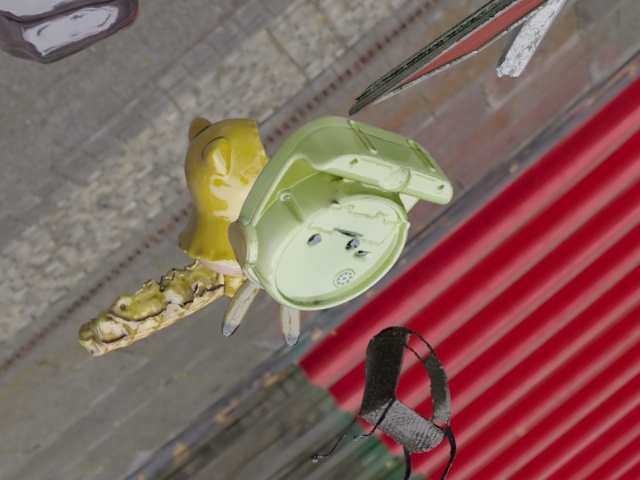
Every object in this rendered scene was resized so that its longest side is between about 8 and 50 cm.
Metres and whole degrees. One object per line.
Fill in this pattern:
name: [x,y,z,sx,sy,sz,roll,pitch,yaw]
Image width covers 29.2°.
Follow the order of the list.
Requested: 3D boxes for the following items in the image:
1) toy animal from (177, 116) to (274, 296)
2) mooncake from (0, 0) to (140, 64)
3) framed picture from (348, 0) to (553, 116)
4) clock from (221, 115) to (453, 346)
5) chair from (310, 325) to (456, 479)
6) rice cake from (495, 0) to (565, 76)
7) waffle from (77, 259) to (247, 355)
toy animal: [-0.117,-0.041,1.562,0.156,0.156,0.230,-24,120,-41]
mooncake: [-0.246,-0.267,0.909,0.141,0.283,0.283,-26,163,-3]
framed picture: [0.179,-0.214,1.117,0.293,0.018,0.231,-30,180,45]
clock: [0.000,0.000,1.115,0.170,0.069,0.232,11,125,-43]
chair: [0.100,0.233,1.645,0.174,0.149,0.213,-37,-154,51]
rice cake: [0.340,-0.352,1.881,0.270,0.049,0.055,117,-9,-47]
waffle: [-0.209,0.082,1.782,0.309,0.065,0.283,-34,174,25]
